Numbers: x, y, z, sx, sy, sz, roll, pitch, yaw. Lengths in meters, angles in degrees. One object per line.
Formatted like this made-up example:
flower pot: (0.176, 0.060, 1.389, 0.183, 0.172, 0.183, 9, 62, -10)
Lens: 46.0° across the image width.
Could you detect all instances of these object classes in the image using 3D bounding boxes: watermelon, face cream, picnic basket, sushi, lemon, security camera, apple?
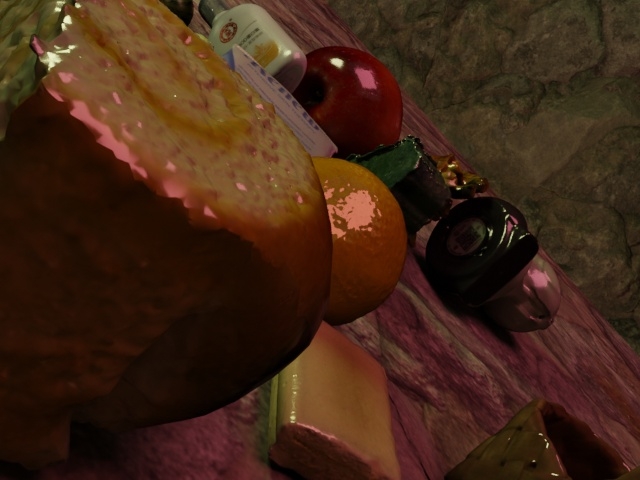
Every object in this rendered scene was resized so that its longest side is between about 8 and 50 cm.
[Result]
watermelon: (-0.254, -0.381, 1.225, 0.109, 0.109, 0.109, 39, 20, -17)
face cream: (-0.084, -0.154, 1.024, 0.235, 0.137, 0.420, 44, 20, -9)
picnic basket: (0.336, 0.277, 0.735, 0.293, 0.337, 0.337, 29, 24, -39)
sushi: (0.173, -0.077, 1.338, 0.179, 0.166, 0.296, 37, 24, 18)
face cream: (-0.134, -0.342, 1.318, 0.071, 0.144, 0.291, 30, 21, -51)
lemon: (0.000, 0.000, 0.825, 0.187, 0.187, 0.244, 54, 16, 24)
security camera: (0.344, 0.062, 1.420, 0.277, 0.197, 0.191, 40, 9, -35)
apple: (0.037, -0.228, 1.326, 0.218, 0.218, 0.201, 54, 13, 26)

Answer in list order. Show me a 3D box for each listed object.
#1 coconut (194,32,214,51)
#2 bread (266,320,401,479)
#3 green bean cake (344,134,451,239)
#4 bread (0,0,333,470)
coconut: (-0.197, -0.261, 1.119, 0.088, 0.096, 0.087, 9, 79, -53)
bread: (0.011, 0.155, 0.705, 0.139, 0.060, 0.178, 38, 20, -17)
green bean cake: (0.080, -0.070, 1.104, 0.107, 0.208, 0.193, 39, 21, -26)
bread: (-0.147, -0.041, 0.536, 0.264, 0.239, 0.395, 39, 18, -30)
